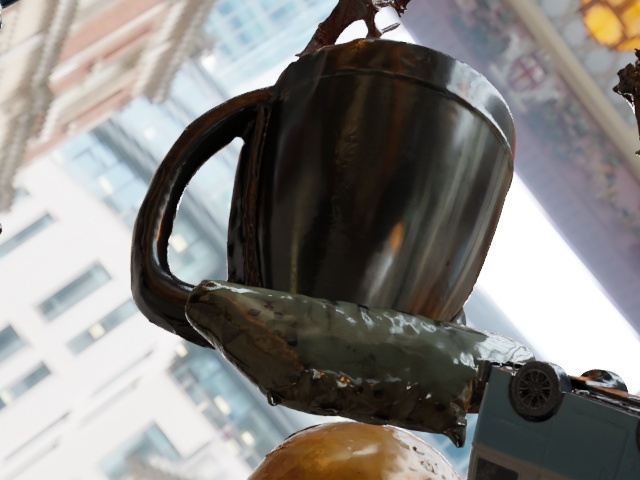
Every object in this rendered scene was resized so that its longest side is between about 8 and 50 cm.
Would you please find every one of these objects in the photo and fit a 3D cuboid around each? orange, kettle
[{"bbox_3d":[0.030,0.289,1.465,0.246,0.246,0.246,39,-29,27],"label":"orange"},{"bbox_3d":[0.016,0.000,1.192,0.207,0.271,0.251,-21,-47,41],"label":"kettle"}]

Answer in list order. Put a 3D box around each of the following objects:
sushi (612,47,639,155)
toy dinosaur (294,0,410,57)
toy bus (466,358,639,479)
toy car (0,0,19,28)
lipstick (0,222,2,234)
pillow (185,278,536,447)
[{"bbox_3d":[0.271,-0.038,0.942,0.226,0.103,0.097,39,-47,4],"label":"sushi"},{"bbox_3d":[0.054,-0.266,1.814,0.032,0.220,0.108,38,-29,40],"label":"toy dinosaur"},{"bbox_3d":[0.118,0.093,0.600,0.123,0.060,0.075,18,-86,39],"label":"toy bus"},{"bbox_3d":[-0.266,-0.144,0.931,0.166,0.314,0.198,54,9,17],"label":"toy car"},{"bbox_3d":[-0.323,-0.021,1.449,0.129,0.030,0.030,19,-77,53],"label":"lipstick"},{"bbox_3d":[0.031,0.081,0.983,0.093,0.241,0.051,-95,-155,-45],"label":"pillow"}]
